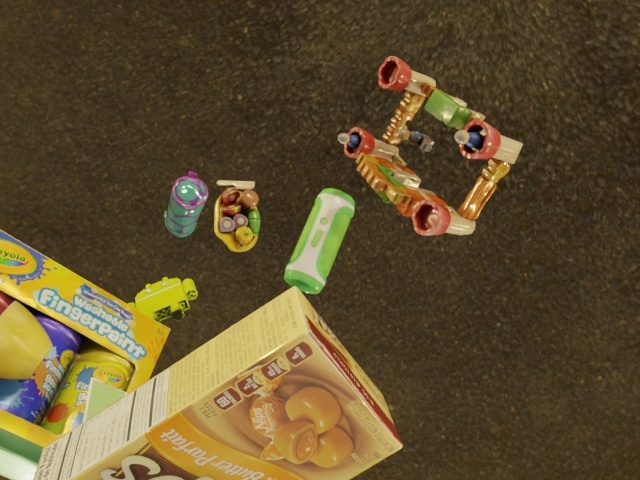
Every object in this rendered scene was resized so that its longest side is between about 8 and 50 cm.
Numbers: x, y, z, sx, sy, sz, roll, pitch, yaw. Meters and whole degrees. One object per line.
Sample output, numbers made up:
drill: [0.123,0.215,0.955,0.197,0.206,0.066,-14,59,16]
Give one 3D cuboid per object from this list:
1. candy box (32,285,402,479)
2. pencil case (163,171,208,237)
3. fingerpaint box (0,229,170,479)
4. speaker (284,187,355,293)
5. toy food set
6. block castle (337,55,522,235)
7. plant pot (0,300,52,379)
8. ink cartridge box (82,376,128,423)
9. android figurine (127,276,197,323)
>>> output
candy box: [-0.100,0.208,0.591,0.316,0.088,0.183,-34,117,5]
pencil case: [-0.250,-0.062,1.089,0.064,0.070,0.151,16,155,-15]
fingerpaint box: [-0.572,0.237,1.151,0.444,0.371,0.163,37,132,-22]
speaker: [0.000,0.000,1.715,0.131,0.297,0.131,20,161,7]
toy food set: [-0.218,-0.082,1.602,0.128,0.218,0.071,7,158,-29]
block castle: [0.245,-0.238,1.485,0.212,0.453,0.303,8,122,-36]
plant pot: [-0.524,0.186,1.016,0.095,0.134,0.134,35,121,-13]
ink cartridge box: [-0.253,0.319,0.846,0.056,0.171,0.235,-38,127,23]
android figurine: [-0.542,0.205,2.008,0.248,0.273,0.056,-22,119,-9]
